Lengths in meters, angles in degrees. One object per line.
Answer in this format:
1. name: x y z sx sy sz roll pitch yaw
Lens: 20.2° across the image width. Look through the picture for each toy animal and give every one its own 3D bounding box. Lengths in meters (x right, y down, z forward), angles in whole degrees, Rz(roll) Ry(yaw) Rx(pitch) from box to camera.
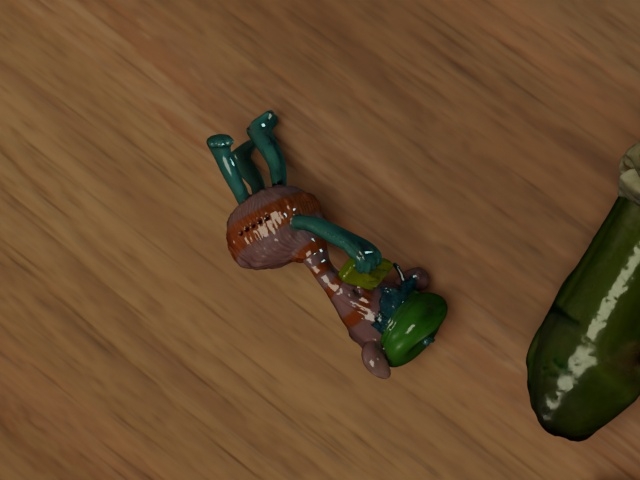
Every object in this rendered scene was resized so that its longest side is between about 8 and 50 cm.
1. toy animal: 0.000 0.000 1.259 0.100 0.103 0.208 -35 79 -24

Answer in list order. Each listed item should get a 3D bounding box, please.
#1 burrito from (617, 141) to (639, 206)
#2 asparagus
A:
1. burrito: 0.323 -0.031 1.115 0.275 0.082 0.059 3 87 -8
2. asparagus: 0.233 -0.025 1.186 0.082 0.085 0.343 28 103 11
